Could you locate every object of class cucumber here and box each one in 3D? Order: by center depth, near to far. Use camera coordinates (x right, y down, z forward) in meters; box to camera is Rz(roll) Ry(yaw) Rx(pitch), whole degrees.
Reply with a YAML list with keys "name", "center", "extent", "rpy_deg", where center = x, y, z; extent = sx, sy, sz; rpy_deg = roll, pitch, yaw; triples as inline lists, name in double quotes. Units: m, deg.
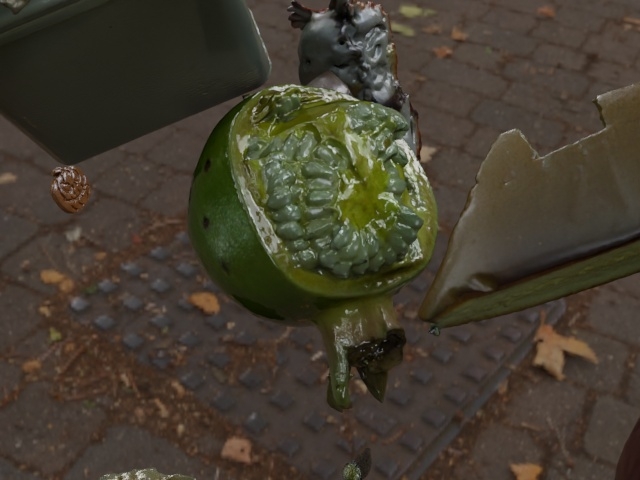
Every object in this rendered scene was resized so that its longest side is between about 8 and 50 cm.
- name: "cucumber"
  center: [0.060, 0.339, 1.425]
  extent: [0.034, 0.033, 0.135]
  rpy_deg: [49, 10, 11]

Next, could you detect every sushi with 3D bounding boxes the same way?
- name: "sushi"
  center: [0.057, -0.191, 1.311]
  extent: [0.124, 0.332, 0.130]
  rpy_deg: [-1, 27, 38]

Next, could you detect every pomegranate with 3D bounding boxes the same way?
- name: "pomegranate"
  center: [0.000, 0.000, 0.951]
  extent: [0.260, 0.260, 0.341]
  rpy_deg: [-8, 76, -17]

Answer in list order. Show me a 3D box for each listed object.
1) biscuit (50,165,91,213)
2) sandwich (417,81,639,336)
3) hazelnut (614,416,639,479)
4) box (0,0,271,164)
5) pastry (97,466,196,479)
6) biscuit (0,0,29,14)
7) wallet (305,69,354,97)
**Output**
- name: "biscuit"
  center: [-0.405, -0.087, 1.538]
  extent: [0.015, 0.078, 0.091]
  rpy_deg: [-18, 32, 25]
- name: "sandwich"
  center: [0.182, -0.013, 0.761]
  extent: [0.235, 0.122, 0.128]
  rpy_deg: [-20, 62, 12]
- name: "hazelnut"
  center: [0.454, 0.293, 0.861]
  extent: [0.421, 0.421, 0.353]
  rpy_deg: [-23, 30, -33]
- name: "box"
  center: [-0.262, -0.273, 1.158]
  extent: [0.352, 0.344, 0.177]
  rpy_deg: [-22, 70, 3]
- name: "pastry"
  center: [-0.257, 0.479, 1.365]
  extent: [0.329, 0.136, 0.330]
  rpy_deg: [1, 71, -3]
- name: "biscuit"
  center: [-0.302, -0.257, 0.899]
  extent: [0.228, 0.031, 0.176]
  rpy_deg: [-30, 41, 21]
- name: "wallet"
  center: [-0.028, -0.147, 1.193]
  extent: [0.152, 0.039, 0.118]
  rpy_deg: [-36, 29, 5]
